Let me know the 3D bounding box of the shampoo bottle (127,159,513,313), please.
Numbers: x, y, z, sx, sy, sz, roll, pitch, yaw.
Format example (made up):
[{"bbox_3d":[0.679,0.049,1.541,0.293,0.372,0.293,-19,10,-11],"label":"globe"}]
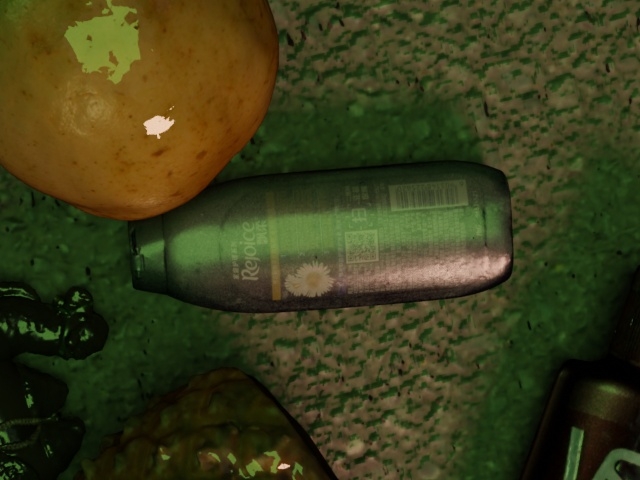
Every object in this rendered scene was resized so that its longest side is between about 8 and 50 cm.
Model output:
[{"bbox_3d":[0.000,0.000,1.031,0.234,0.049,0.087,-5,98,-5],"label":"shampoo bottle"}]

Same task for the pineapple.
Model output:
[{"bbox_3d":[-0.139,0.219,0.988,0.340,0.169,0.169,-35,98,1],"label":"pineapple"}]

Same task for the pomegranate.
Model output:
[{"bbox_3d":[-0.121,-0.114,0.952,0.196,0.196,0.196,-1,96,-6],"label":"pomegranate"}]

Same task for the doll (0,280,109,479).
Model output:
[{"bbox_3d":[-0.198,0.099,1.021,0.165,0.057,0.139,-28,95,-7],"label":"doll"}]

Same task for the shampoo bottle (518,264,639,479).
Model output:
[{"bbox_3d":[0.179,0.178,1.044,0.129,0.084,0.323,22,94,23],"label":"shampoo bottle"}]
